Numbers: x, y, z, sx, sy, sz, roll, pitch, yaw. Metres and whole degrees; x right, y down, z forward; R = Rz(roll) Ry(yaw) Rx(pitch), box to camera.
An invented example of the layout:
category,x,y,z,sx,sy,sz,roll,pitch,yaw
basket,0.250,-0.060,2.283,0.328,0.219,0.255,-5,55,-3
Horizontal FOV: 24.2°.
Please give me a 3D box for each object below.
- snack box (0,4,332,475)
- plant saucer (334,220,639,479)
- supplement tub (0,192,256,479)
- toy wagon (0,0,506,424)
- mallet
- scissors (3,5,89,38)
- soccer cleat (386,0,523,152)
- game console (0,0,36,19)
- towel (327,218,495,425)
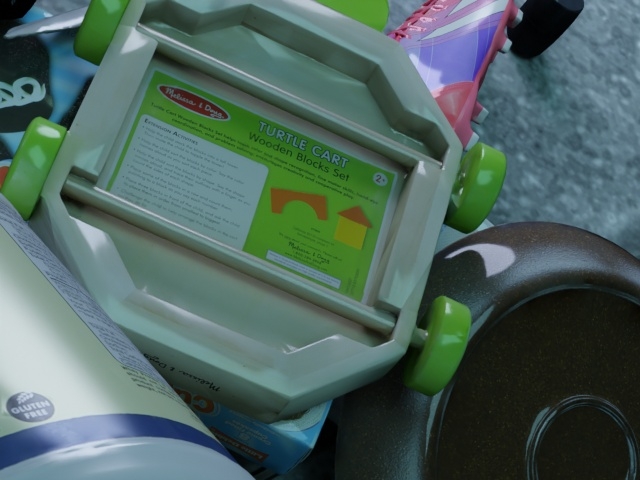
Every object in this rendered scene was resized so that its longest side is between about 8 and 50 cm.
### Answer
category,x,y,z,sx,sy,sz,roll,pitch,yaw
snack box,-0.122,-0.014,0.892,0.322,0.060,0.187,27,57,-7
plant saucer,0.154,0.141,0.940,0.310,0.050,0.311,2,85,-28
supplement tub,-0.189,0.100,0.646,0.235,0.235,0.325,-16,42,-35
toy wagon,-0.023,-0.063,0.885,0.267,0.068,0.344,24,54,-9
mallet,0.190,-0.237,1.217,0.039,0.062,0.190,24,55,-18
scissors,-0.094,-0.154,0.975,0.109,0.021,0.297,38,31,-1
soccer cleat,0.080,-0.135,1.069,0.095,0.083,0.248,30,41,-8
game console,-0.222,-0.287,0.979,0.213,0.044,0.361,17,49,6
towel,0.000,0.000,1.002,0.285,0.034,0.209,40,54,-3
